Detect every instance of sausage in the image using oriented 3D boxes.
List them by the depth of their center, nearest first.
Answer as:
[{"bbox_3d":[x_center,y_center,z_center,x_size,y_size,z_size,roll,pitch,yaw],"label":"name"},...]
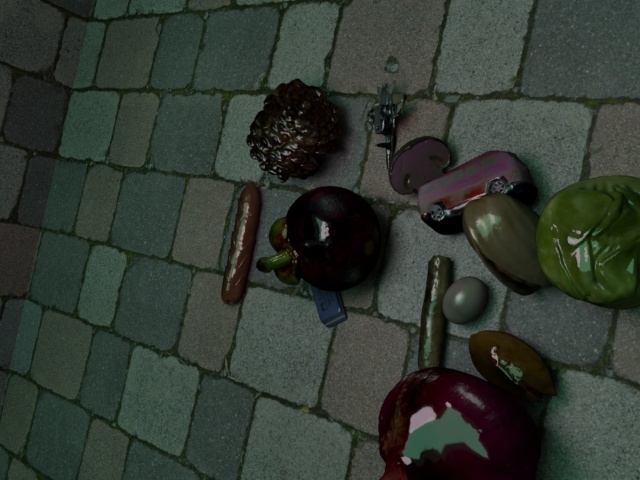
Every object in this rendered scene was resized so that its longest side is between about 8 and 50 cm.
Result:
[{"bbox_3d":[-0.266,0.008,2.267,0.088,0.088,0.432,8,87,38],"label":"sausage"}]

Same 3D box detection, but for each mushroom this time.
[{"bbox_3d":[0.273,-0.219,1.882,0.188,0.141,0.117,-36,28,16],"label":"mushroom"}]

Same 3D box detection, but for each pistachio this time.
[{"bbox_3d":[0.460,0.007,1.611,0.288,0.197,0.166,46,141,-2],"label":"pistachio"}]

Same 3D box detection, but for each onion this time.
[{"bbox_3d":[0.260,0.496,1.538,0.398,0.420,0.398,13,107,49],"label":"onion"}]

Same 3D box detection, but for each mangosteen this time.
[{"bbox_3d":[0.000,0.000,1.898,0.306,0.360,0.305,28,121,60],"label":"mangosteen"}]

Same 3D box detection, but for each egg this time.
[{"bbox_3d":[0.374,0.155,1.738,0.103,0.103,0.135,38,104,35],"label":"egg"}]

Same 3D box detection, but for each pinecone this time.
[{"bbox_3d":[-0.081,-0.325,2.090,0.296,0.242,0.298,-36,63,37],"label":"pinecone"}]

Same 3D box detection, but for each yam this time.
[{"bbox_3d":[0.308,0.198,1.804,0.071,0.067,0.317,6,84,10],"label":"yam"}]

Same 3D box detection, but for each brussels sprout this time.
[{"bbox_3d":[0.634,0.008,1.460,0.328,0.247,0.327,0,92,7],"label":"brussels sprout"}]

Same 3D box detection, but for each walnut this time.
[{"bbox_3d":[0.465,0.304,1.628,0.245,0.137,0.137,35,103,36],"label":"walnut"}]

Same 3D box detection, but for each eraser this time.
[{"bbox_3d":[0.015,0.150,2.054,0.082,0.036,0.225,-28,65,28],"label":"eraser"}]

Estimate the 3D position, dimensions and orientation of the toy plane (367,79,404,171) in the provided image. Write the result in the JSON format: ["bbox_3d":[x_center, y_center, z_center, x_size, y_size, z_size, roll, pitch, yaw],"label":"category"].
[{"bbox_3d":[0.191,-0.335,1.981,0.192,0.088,0.261,0,84,65],"label":"toy plane"}]

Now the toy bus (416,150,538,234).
[{"bbox_3d":[0.404,-0.123,1.753,0.303,0.128,0.147,-25,64,31],"label":"toy bus"}]
